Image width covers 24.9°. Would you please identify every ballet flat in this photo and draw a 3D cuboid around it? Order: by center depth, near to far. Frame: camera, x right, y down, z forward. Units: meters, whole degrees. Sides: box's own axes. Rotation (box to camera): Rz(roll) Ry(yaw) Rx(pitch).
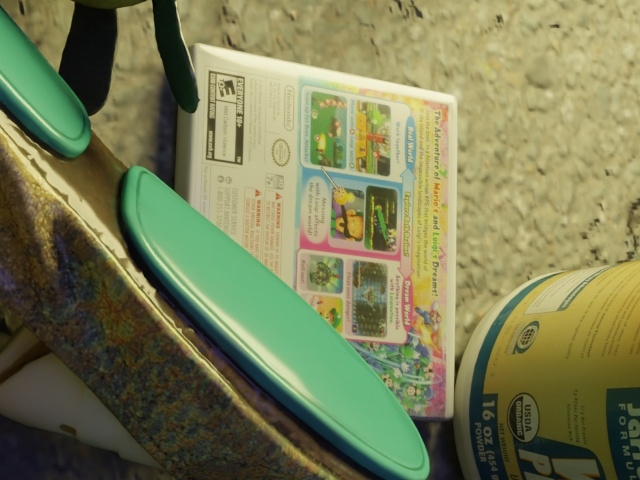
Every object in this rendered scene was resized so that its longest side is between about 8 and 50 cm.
[{"bbox_3d":[-0.107,0.001,0.536,0.348,0.123,0.123,47,62,-16],"label":"ballet flat"}]

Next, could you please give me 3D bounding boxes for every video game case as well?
[{"bbox_3d":[0.000,0.000,0.653,0.143,0.019,0.157,8,78,-31],"label":"video game case"}]

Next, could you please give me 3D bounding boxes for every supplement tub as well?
[{"bbox_3d":[0.169,0.076,0.639,0.144,0.200,0.144,5,80,-31],"label":"supplement tub"}]

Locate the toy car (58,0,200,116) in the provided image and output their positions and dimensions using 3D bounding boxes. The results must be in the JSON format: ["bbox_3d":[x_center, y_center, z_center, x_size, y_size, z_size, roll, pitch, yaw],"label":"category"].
[{"bbox_3d":[-0.099,-0.135,0.544,0.149,0.155,0.188,-23,108,-32],"label":"toy car"}]
